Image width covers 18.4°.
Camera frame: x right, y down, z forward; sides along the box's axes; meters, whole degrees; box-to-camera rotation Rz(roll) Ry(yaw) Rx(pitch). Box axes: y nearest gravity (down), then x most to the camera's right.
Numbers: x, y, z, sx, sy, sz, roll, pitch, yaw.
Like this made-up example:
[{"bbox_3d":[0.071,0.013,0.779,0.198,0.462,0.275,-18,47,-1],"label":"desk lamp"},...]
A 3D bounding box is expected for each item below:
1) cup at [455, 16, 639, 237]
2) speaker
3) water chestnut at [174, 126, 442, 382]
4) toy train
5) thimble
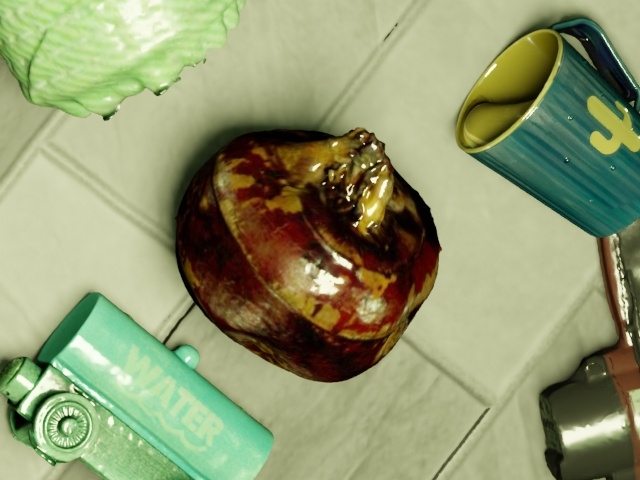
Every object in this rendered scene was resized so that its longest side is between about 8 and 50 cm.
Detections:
[{"bbox_3d":[0.225,-0.105,1.732,0.155,0.131,0.176,38,62,-21],"label":"cup"},{"bbox_3d":[0.361,0.094,1.772,0.329,0.198,0.259,-8,114,-6],"label":"speaker"},{"bbox_3d":[0.000,0.000,1.625,0.223,0.223,0.238,28,123,-18],"label":"water chestnut"},{"bbox_3d":[-0.153,0.156,1.681,0.248,0.101,0.159,40,74,-19],"label":"toy train"},{"bbox_3d":[-0.160,-0.201,1.558,0.219,0.219,0.150,-34,108,-8],"label":"thimble"}]
